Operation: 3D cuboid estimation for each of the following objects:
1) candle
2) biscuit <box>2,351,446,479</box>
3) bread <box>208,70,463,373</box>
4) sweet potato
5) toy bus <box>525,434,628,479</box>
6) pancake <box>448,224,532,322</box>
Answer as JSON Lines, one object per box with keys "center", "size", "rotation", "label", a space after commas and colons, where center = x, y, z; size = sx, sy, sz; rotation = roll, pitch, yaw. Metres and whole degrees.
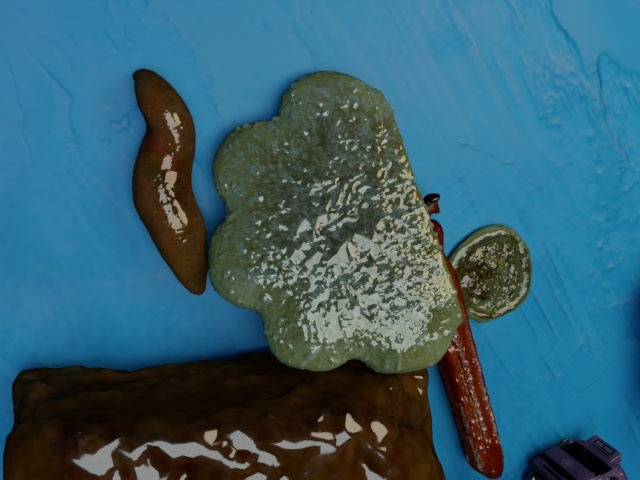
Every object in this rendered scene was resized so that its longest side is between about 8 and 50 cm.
{"center": [0.137, 0.108, 0.700], "size": [0.048, 0.051, 0.329], "rotation": [-21, 108, -8], "label": "candle"}
{"center": [-0.079, 0.279, 0.621], "size": [0.395, 0.166, 0.342], "rotation": [-3, 101, -14], "label": "biscuit"}
{"center": [0.000, 0.000, 0.599], "size": [0.207, 0.056, 0.286], "rotation": [-23, 88, -5], "label": "bread"}
{"center": [-0.133, -0.047, 0.587], "size": [0.058, 0.055, 0.202], "rotation": [-18, 108, -40], "label": "sweet potato"}
{"center": [0.314, 0.316, 0.782], "size": [0.098, 0.087, 0.178], "rotation": [-30, 112, -9], "label": "toy bus"}
{"center": [0.180, 0.037, 0.713], "size": [0.108, 0.017, 0.108], "rotation": [-3, 104, -11], "label": "pancake"}
